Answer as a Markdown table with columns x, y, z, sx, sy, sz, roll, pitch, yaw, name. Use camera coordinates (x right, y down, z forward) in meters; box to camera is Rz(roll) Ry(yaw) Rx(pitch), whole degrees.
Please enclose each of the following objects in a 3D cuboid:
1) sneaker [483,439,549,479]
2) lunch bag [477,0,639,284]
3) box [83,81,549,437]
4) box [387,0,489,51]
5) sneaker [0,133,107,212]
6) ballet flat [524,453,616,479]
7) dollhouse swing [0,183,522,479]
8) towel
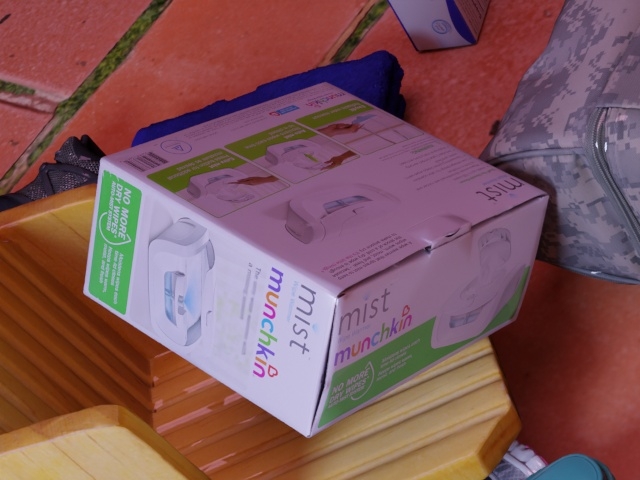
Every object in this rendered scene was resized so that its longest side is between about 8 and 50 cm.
| x | y | z | sx | sy | sz | roll | pitch | yaw | name |
| --- | --- | --- | --- | --- | --- | --- | --- | --- | --- |
| 0.106 | 0.177 | 1.356 | 0.075 | 0.063 | 0.170 | -45 | 44 | -19 | sneaker |
| 0.275 | -0.117 | 1.405 | 0.256 | 0.212 | 0.305 | 5 | 54 | 39 | lunch bag |
| 0.000 | 0.000 | 1.304 | 0.231 | 0.126 | 0.262 | 29 | 33 | 29 | box |
| 0.118 | -0.283 | 1.751 | 0.072 | 0.126 | 0.137 | -5 | 48 | 31 | box |
| -0.294 | -0.036 | 1.845 | 0.228 | 0.087 | 0.130 | -11 | 44 | 23 | sneaker |
| 0.113 | 0.246 | 1.261 | 0.247 | 0.087 | 0.083 | -30 | 39 | -2 | ballet flat |
| -0.072 | 0.071 | 1.345 | 0.305 | 0.315 | 0.347 | -37 | 28 | 15 | dollhouse swing |
| -0.062 | -0.059 | 1.702 | 0.308 | 0.076 | 0.227 | -16 | 41 | 27 | towel |
